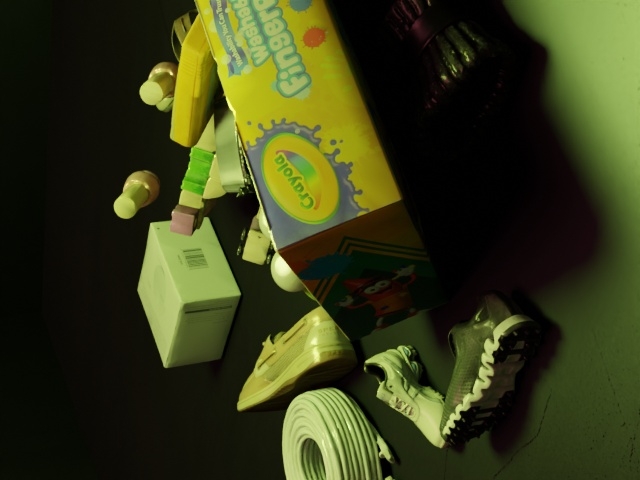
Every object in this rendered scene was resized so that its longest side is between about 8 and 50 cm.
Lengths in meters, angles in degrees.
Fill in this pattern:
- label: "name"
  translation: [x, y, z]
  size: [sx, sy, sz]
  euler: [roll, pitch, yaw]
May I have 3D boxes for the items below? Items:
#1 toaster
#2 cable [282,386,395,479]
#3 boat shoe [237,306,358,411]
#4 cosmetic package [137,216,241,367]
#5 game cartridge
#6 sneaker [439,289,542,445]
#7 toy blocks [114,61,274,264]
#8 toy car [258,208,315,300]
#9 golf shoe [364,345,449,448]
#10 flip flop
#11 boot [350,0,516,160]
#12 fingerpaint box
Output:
- label: "toaster"
  translation: [-0.082, -0.159, 1.733]
  size: [0.110, 0.185, 0.168]
  euler: [-4, 94, 60]
- label: "cable"
  translation: [0.018, 0.374, 1.767]
  size: [0.257, 0.089, 0.257]
  euler: [55, 143, 45]
- label: "boat shoe"
  translation: [-0.046, 0.212, 1.843]
  size: [0.341, 0.121, 0.110]
  euler: [-39, 56, 49]
- label: "cosmetic package"
  translation: [-0.284, 0.110, 2.280]
  size: [0.224, 0.138, 0.225]
  euler: [64, 147, 35]
- label: "game cartridge"
  translation: [-0.147, -0.327, 1.679]
  size: [0.285, 0.052, 0.324]
  euler: [-65, 3, -21]
- label: "sneaker"
  translation: [0.199, 0.156, 1.350]
  size: [0.106, 0.078, 0.234]
  euler: [-118, 36, -43]
- label: "toy blocks"
  translation: [-0.188, -0.159, 1.981]
  size: [0.260, 0.308, 0.289]
  euler: [-72, 0, -69]
- label: "toy car"
  translation: [0.000, 0.000, 1.680]
  size: [0.136, 0.159, 0.182]
  euler: [-24, 71, 26]
- label: "golf shoe"
  translation: [0.121, 0.228, 1.517]
  size: [0.176, 0.086, 0.069]
  euler: [56, 142, 41]
- label: "flip flop"
  translation: [-0.257, -0.377, 2.056]
  size: [0.277, 0.080, 0.112]
  euler: [-64, 13, -9]
- label: "boot"
  translation: [0.139, -0.297, 1.284]
  size: [0.260, 0.131, 0.348]
  euler: [-114, 19, -46]
- label: "fingerpaint box"
  translation: [0.001, -0.141, 1.398]
  size: [0.371, 0.163, 0.445]
  euler: [55, -166, -64]
